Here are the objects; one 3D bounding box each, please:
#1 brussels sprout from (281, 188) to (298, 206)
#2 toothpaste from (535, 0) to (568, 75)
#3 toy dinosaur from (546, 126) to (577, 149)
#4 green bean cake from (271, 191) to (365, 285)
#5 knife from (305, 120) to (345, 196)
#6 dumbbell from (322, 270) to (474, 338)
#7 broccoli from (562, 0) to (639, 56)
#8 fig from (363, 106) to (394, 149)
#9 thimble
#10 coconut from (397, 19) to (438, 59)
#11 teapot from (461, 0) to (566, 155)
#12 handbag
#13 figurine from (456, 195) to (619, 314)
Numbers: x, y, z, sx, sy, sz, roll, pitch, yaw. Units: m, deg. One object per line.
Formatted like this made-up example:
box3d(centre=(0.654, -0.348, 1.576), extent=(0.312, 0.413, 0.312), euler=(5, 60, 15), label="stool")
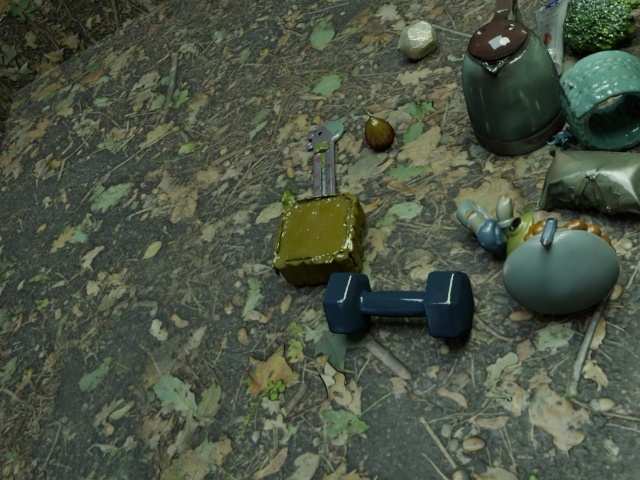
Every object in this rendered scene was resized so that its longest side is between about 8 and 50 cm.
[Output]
box3d(centre=(-0.089, -0.112, 1.852), extent=(0.051, 0.046, 0.083), euler=(-34, 34, 8), label="brussels sprout")
box3d(centre=(0.635, -0.567, 1.766), extent=(0.100, 0.066, 0.323), euler=(-18, 41, 38), label="toothpaste")
box3d(centre=(0.592, -0.250, 1.551), extent=(0.083, 0.030, 0.047), euler=(-35, 43, 0), label="toy dinosaur")
box3d(centre=(0.000, 0.000, 1.640), extent=(0.230, 0.131, 0.224), euler=(-8, 53, 22), label="green bean cake")
box3d(centre=(0.010, -0.210, 1.871), extent=(0.132, 0.038, 0.398), euler=(-19, 48, 21), label="knife")
box3d(centre=(0.169, 0.140, 1.412), extent=(0.325, 0.144, 0.160), euler=(-2, 52, 29), label="dumbbell")
box3d(centre=(0.718, -0.568, 1.644), extent=(0.176, 0.226, 0.198), euler=(28, 96, 24), label="broccoli")
box3d(centre=(0.156, -0.319, 1.809), extent=(0.089, 0.125, 0.089), euler=(-19, 42, 18), label="fig")
box3d(centre=(0.643, -0.309, 1.436), extent=(0.198, 0.235, 0.143), euler=(124, 152, -43), label="thimble")
box3d(centre=(0.295, -0.617, 1.979), extent=(0.124, 0.110, 0.110), euler=(-28, 45, 3), label="coconut")
box3d(centre=(0.467, -0.426, 1.574), extent=(0.233, 0.312, 0.315), euler=(-2, 54, 28), label="teapot")
box3d(centre=(0.604, -0.126, 1.388), extent=(0.270, 0.117, 0.182), euler=(12, 70, 39), label="handbag")
box3d(centre=(0.441, 0.025, 1.356), extent=(0.205, 0.225, 0.382), euler=(-61, 20, 6), label="figurine")
